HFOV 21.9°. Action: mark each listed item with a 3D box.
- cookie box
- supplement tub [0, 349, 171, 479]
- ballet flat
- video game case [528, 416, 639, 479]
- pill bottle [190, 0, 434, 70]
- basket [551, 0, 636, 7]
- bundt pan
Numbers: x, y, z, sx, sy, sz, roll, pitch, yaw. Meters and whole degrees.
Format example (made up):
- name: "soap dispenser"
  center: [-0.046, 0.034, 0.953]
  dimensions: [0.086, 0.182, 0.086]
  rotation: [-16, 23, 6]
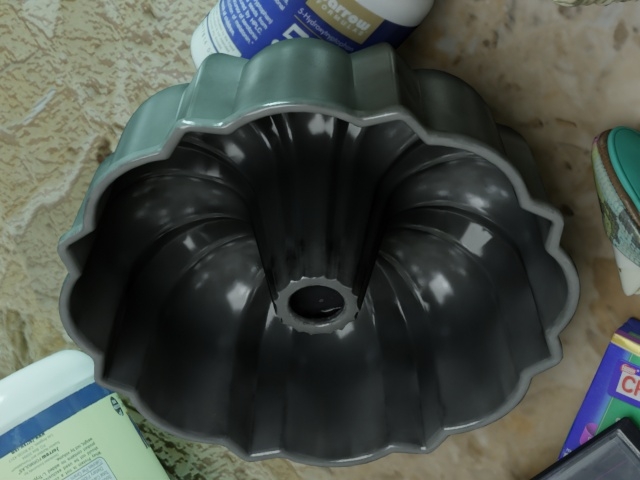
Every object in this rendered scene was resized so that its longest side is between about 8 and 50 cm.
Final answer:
- name: "cookie box"
  center: [0.222, 0.120, 1.112]
  dimensions: [0.092, 0.040, 0.107]
  rotation: [27, 113, 17]
- name: "supplement tub"
  center: [-0.192, 0.272, 1.242]
  dimensions: [0.235, 0.235, 0.325]
  rotation: [-33, 88, 29]
- name: "ballet flat"
  center: [0.244, 0.025, 1.065]
  dimensions: [0.221, 0.077, 0.079]
  rotation: [43, 137, 9]
- name: "video game case"
  center: [0.228, 0.272, 1.131]
  dimensions: [0.274, 0.026, 0.196]
  rotation: [48, 127, 0]
- name: "pill bottle"
  center: [0.010, -0.164, 1.098]
  dimensions: [0.112, 0.112, 0.186]
  rotation: [48, 119, 7]
- name: "basket"
  center: [0.126, -0.334, 0.912]
  dimensions: [0.331, 0.266, 0.328]
  rotation: [36, 115, 11]
- name: "bundt pan"
  center: [0.000, 0.000, 1.081]
  dimensions: [0.331, 0.124, 0.331]
  rotation: [1, 134, 1]
